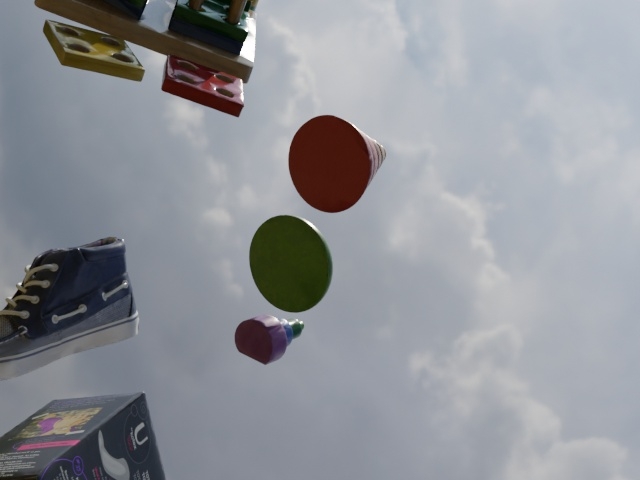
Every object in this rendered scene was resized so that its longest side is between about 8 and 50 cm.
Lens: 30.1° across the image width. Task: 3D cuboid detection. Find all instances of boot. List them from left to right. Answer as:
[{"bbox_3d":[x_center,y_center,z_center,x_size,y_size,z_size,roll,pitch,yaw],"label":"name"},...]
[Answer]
[{"bbox_3d":[-0.234,0.055,0.959,0.069,0.190,0.086,2,-76,43],"label":"boot"}]

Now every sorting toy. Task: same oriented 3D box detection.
[{"bbox_3d":[-0.098,-0.156,0.738,0.274,0.132,0.046,-93,-155,-65],"label":"sorting toy"},{"bbox_3d":[0.000,0.000,1.548,0.127,0.126,0.365,35,-61,25],"label":"sorting toy"}]

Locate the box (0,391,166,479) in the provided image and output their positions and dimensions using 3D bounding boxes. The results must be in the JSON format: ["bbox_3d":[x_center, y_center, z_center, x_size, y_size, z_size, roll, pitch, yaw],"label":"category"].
[{"bbox_3d":[-0.309,0.304,1.415,0.143,0.270,0.165,-8,-80,20],"label":"box"}]
